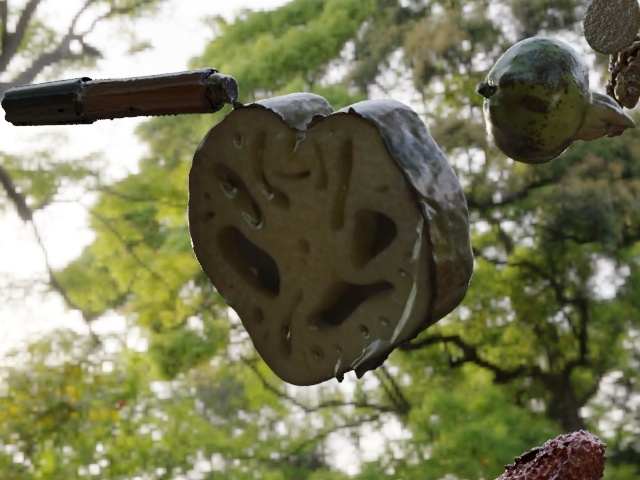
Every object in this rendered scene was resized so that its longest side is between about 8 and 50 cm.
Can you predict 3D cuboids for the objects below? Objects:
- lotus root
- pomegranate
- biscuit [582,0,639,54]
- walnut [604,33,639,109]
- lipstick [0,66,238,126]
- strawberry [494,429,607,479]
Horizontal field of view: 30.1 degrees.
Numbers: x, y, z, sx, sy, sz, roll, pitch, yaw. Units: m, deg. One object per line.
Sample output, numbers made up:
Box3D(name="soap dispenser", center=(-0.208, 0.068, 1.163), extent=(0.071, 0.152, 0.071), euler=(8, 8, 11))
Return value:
Box3D(name="lotus root", center=(0.000, 0.000, 1.454), extent=(0.390, 0.375, 0.111), euler=(22, 19, 31))
Box3D(name="pomegranate", center=(0.428, -0.239, 2.170), extent=(0.276, 0.204, 0.222), euler=(31, -53, 14))
Box3D(name="biscuit", center=(0.504, -0.380, 2.057), extent=(0.015, 0.120, 0.120), euler=(2, -21, -44))
Box3D(name="walnut", center=(0.675, -0.373, 2.621), extent=(0.069, 0.170, 0.143), euler=(12, -2, -10))
Box3D(name="lipstick", center=(-0.314, -0.219, 1.827), extent=(0.418, 0.077, 0.077), euler=(-1, -17, 27))
Box3D(name="strawberry", center=(0.333, 0.414, 1.896), extent=(0.106, 0.188, 0.286), euler=(28, -83, -39))
